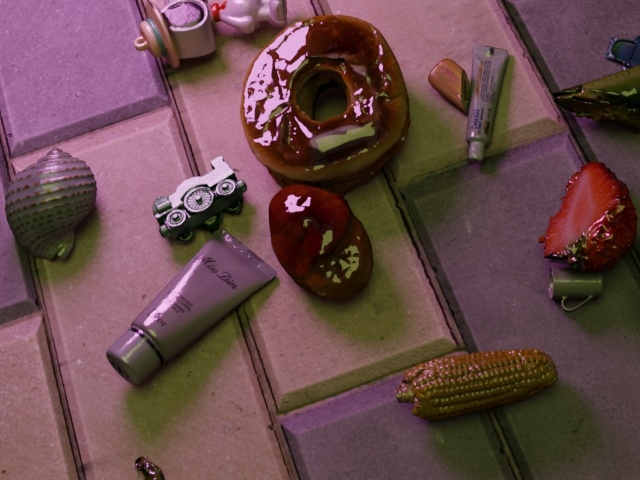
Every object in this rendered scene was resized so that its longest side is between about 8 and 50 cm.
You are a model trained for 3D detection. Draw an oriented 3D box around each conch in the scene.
[{"bbox_3d":[-0.491,-0.072,1.940,0.172,0.131,0.200,-4,63,4],"label":"conch"}]

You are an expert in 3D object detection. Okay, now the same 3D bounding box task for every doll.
[{"bbox_3d":[-0.206,-0.429,2.073,0.271,0.144,0.208,9,56,16],"label":"doll"}]

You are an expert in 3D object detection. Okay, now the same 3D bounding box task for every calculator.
[{"bbox_3d":[0.599,-0.340,1.999,0.141,0.019,0.094,20,68,18],"label":"calculator"}]

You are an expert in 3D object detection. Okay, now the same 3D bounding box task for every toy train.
[{"bbox_3d":[-0.221,-0.072,1.942,0.178,0.071,0.105,-31,57,-10],"label":"toy train"}]

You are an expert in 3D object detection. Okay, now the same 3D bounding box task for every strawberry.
[{"bbox_3d":[0.472,-0.026,1.814,0.107,0.175,0.236,44,65,-18],"label":"strawberry"}]

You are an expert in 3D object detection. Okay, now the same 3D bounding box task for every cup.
[{"bbox_3d":[0.425,0.078,1.792,0.083,0.054,0.075,0,36,5],"label":"cup"}]

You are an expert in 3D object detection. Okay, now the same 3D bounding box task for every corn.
[{"bbox_3d":[0.248,0.227,1.725,0.261,0.097,0.097,-10,63,-1],"label":"corn"}]

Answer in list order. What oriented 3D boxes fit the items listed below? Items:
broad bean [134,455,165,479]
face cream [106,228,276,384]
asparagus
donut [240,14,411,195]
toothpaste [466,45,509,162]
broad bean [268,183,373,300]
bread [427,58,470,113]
[{"bbox_3d":[-0.328,0.486,1.697,0.144,0.049,0.292,31,69,26],"label":"broad bean"},{"bbox_3d":[-0.229,0.117,1.852,0.143,0.089,0.314,36,62,21],"label":"face cream"},{"bbox_3d":[0.609,-0.268,1.912,0.381,0.108,0.128,-18,107,-1],"label":"asparagus"},{"bbox_3d":[0.018,-0.238,1.957,0.330,0.160,0.330,-6,69,15],"label":"donut"},{"bbox_3d":[0.301,-0.253,1.983,0.067,0.037,0.255,9,63,5],"label":"toothpaste"},{"bbox_3d":[-0.002,0.000,1.851,0.156,0.122,0.228,-28,61,-10],"label":"broad bean"},{"bbox_3d":[0.252,-0.288,1.998,0.103,0.049,0.062,42,96,21],"label":"bread"}]
